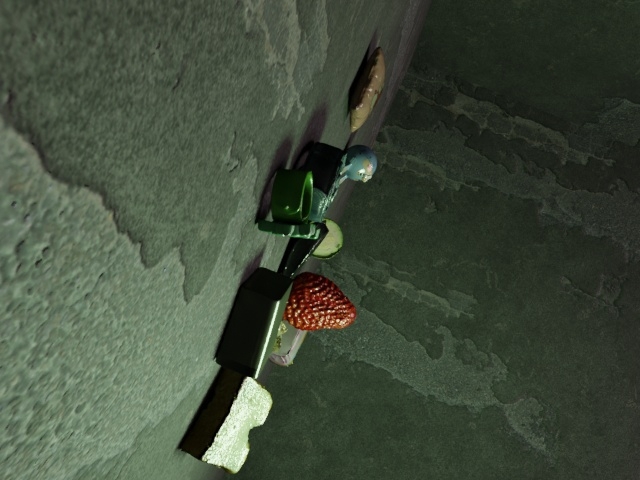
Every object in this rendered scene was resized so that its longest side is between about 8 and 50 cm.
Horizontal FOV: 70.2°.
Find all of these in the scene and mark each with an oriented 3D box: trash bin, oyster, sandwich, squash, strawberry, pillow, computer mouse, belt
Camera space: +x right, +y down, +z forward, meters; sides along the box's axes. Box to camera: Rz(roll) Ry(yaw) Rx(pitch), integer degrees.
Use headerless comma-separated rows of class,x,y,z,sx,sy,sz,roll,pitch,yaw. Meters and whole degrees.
trash bin,-0.169,0.212,1.217,0.164,0.122,0.240,-55,166,-69
oyster,-0.207,0.386,1.979,0.294,0.094,0.166,86,9,-60
sandwich,-0.264,0.548,1.385,0.273,0.095,0.248,-63,146,-29
squash,0.000,0.000,1.858,0.170,0.170,0.123,-65,-173,-16
strawberry,-0.003,0.291,2.081,0.312,0.352,0.266,14,92,-80
pillow,0.155,-0.495,1.528,0.236,0.084,0.223,56,59,-80
computer mouse,-0.076,0.041,1.641,0.295,0.087,0.168,-54,176,17
belt,-0.008,-0.154,1.209,0.267,0.116,0.206,-57,167,-78

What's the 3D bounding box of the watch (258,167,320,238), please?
watch,-0.067,-0.083,1.022,0.165,0.131,0.151,-8,103,-80

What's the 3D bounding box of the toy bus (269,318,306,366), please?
toy bus,-0.157,0.450,2.343,0.162,0.171,0.386,75,39,-67

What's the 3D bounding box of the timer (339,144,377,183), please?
timer,0.149,-0.302,1.977,0.175,0.176,0.255,105,11,-62
